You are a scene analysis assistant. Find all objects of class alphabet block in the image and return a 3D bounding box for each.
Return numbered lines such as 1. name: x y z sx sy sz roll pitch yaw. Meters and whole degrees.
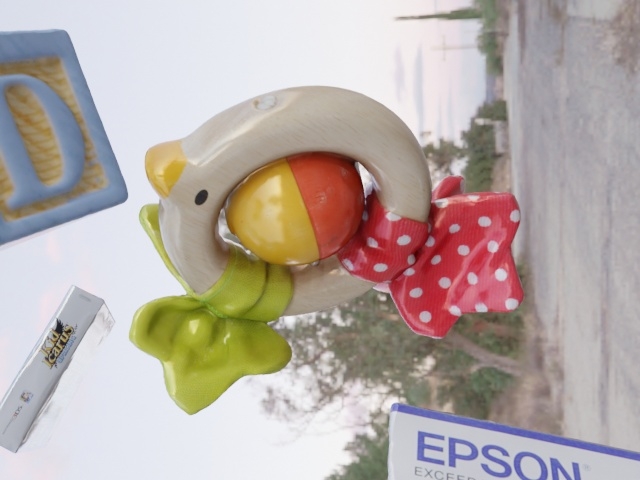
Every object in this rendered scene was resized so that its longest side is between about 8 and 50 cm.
1. alphabet block: -0.342 -0.078 0.785 0.193 0.197 0.192 -27 -80 -59

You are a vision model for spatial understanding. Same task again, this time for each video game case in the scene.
1. video game case: -0.416 0.206 1.276 0.244 0.061 0.269 -64 4 -16

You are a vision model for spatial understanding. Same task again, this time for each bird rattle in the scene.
1. bird rattle: 0.000 0.000 0.497 0.207 0.254 0.143 74 -174 -48

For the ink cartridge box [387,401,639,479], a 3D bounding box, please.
1. ink cartridge box: 0.153 0.210 0.240 0.307 0.304 0.072 -78 0 -56
